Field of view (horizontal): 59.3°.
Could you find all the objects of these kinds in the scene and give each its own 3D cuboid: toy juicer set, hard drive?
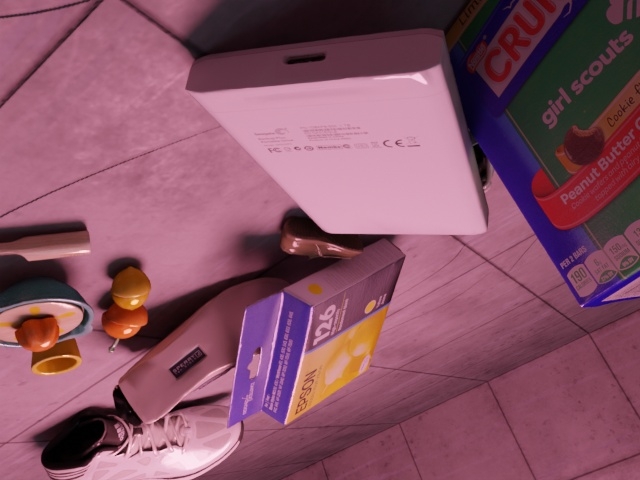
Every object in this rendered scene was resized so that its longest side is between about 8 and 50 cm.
[{"bbox_3d":[-0.331,0.088,0.731,0.209,0.090,0.329,-17,152,-7],"label":"toy juicer set"},{"bbox_3d":[0.049,-0.089,0.622,0.232,0.047,0.353,1,160,23],"label":"hard drive"}]

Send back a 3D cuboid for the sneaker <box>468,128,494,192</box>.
[{"bbox_3d":[0.190,-0.092,0.771,0.094,0.091,0.258,-26,152,9],"label":"sneaker"}]

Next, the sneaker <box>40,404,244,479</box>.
[{"bbox_3d":[-0.394,0.462,1.270,0.447,0.169,0.258,-12,153,-13],"label":"sneaker"}]

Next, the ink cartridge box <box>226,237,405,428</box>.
[{"bbox_3d":[-0.005,0.174,0.954,0.307,0.072,0.304,-26,142,-40],"label":"ink cartridge box"}]

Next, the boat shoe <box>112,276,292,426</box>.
[{"bbox_3d":[-0.194,0.171,0.977,0.340,0.127,0.158,-32,-174,-8],"label":"boat shoe"}]

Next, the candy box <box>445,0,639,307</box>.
[{"bbox_3d":[0.269,-0.148,0.486,0.122,0.317,0.268,-1,145,-32],"label":"candy box"}]

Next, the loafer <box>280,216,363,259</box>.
[{"bbox_3d":[0.000,0.000,0.850,0.148,0.056,0.050,14,138,-33],"label":"loafer"}]
